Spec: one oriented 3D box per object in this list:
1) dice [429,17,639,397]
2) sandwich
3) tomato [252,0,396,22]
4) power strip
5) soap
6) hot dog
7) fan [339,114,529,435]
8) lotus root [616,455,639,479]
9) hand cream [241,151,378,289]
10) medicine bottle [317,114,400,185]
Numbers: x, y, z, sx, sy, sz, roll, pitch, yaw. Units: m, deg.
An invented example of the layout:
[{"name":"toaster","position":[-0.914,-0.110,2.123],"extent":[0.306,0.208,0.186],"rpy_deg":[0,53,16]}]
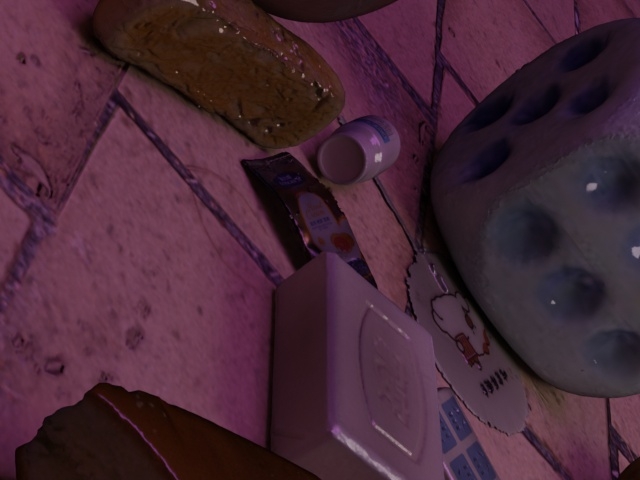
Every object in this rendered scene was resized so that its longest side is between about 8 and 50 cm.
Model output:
[{"name":"dice","position":[0.281,-0.031,1.454],"extent":[0.268,0.264,0.262],"rpy_deg":[51,24,-20]},{"name":"sandwich","position":[-0.058,0.156,0.786],"extent":[0.244,0.090,0.088],"rpy_deg":[33,30,-50]},{"name":"tomato","position":[-0.016,-0.318,1.168],"extent":[0.321,0.321,0.321],"rpy_deg":[44,27,-30]},{"name":"power strip","position":[0.114,0.199,1.142],"extent":[0.192,0.035,0.081],"rpy_deg":[61,23,6]},{"name":"soap","position":[0.025,0.109,1.039],"extent":[0.121,0.064,0.183],"rpy_deg":[42,28,-29]},{"name":"hot dog","position":[-0.074,-0.143,1.124],"extent":[0.242,0.084,0.073],"rpy_deg":[27,35,-50]},{"name":"fan","position":[0.101,0.027,1.354],"extent":[0.329,0.009,0.190],"rpy_deg":[61,24,5]},{"name":"lotus root","position":[0.319,0.259,1.379],"extent":[0.221,0.118,0.125],"rpy_deg":[-55,144,-67]},{"name":"hand cream","position":[0.000,0.000,1.156],"extent":[0.062,0.039,0.163],"rpy_deg":[-18,75,-50]},{"name":"medicine bottle","position":[0.032,-0.076,1.288],"extent":[0.052,0.052,0.089],"rpy_deg":[58,24,-1]}]
